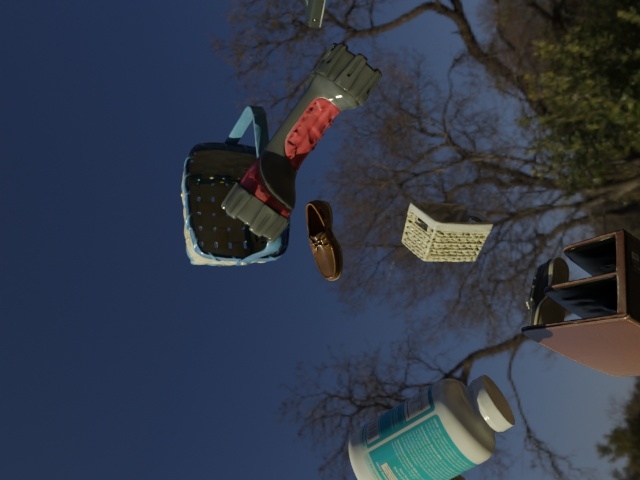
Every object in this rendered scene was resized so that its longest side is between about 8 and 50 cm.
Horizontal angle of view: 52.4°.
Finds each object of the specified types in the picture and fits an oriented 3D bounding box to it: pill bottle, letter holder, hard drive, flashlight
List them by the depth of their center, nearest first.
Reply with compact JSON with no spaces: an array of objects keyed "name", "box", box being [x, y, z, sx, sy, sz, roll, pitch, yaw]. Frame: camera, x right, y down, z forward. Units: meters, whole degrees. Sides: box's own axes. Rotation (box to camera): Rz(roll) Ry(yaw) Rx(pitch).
[{"name":"hard drive","box":[-0.006,-0.379,0.899,0.135,0.022,0.094,106,156,-61]},{"name":"flashlight","box":[-0.023,-0.144,0.975,0.103,0.103,0.304,36,-87,-23]},{"name":"pill bottle","box":[0.188,0.330,1.092,0.146,0.264,0.146,46,-159,-23]},{"name":"letter holder","box":[0.523,0.128,1.149,0.302,0.214,0.152,25,-119,-30]}]

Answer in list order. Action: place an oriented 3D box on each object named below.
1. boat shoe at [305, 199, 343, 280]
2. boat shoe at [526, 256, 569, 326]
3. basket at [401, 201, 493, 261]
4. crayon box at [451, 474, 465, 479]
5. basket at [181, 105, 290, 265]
[{"name":"boat shoe","box":[0.000,0.000,1.391,0.060,0.064,0.178,2,-106,-63]},{"name":"boat shoe","box":[0.481,0.133,1.400,0.075,0.065,0.206,33,-117,-21]},{"name":"basket","box":[0.281,-0.018,1.461,0.167,0.113,0.103,1,-64,-29]},{"name":"crayon box","box":[0.241,0.647,1.650,0.323,0.083,0.203,41,-131,-33]},{"name":"basket","box":[-0.148,-0.079,1.186,0.201,0.289,0.255,-1,-103,-23]}]
